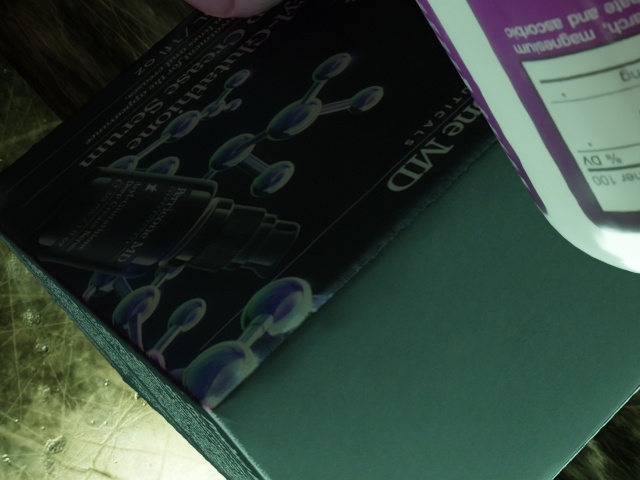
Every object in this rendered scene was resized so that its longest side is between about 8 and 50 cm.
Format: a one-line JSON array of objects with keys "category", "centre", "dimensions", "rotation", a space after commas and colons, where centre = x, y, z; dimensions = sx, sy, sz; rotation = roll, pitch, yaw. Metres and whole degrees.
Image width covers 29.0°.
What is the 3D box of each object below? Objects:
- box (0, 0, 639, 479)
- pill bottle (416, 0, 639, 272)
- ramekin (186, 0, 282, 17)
[{"category": "box", "centre": [0.000, 0.000, 0.800], "dimensions": [0.395, 0.293, 0.212], "rotation": [28, 157, 54]}, {"category": "pill bottle", "centre": [0.122, -0.096, 0.419], "dimensions": [0.301, 0.169, 0.169], "rotation": [55, 165, -27]}, {"category": "ramekin", "centre": [-0.066, -0.231, 0.744], "dimensions": [0.207, 0.109, 0.207], "rotation": [44, 167, 13]}]
